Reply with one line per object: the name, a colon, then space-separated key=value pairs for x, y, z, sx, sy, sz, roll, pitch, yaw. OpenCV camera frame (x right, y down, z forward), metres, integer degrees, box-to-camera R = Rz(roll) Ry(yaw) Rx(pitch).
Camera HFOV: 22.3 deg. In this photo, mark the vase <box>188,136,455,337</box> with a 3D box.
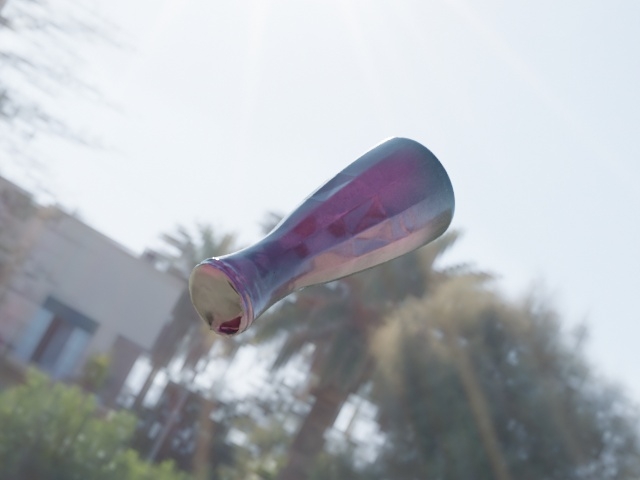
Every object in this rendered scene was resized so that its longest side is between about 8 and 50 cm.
vase: x=0.000 y=0.000 z=1.185 sx=0.086 sy=0.214 sz=0.086 roll=27 pitch=-48 yaw=35
